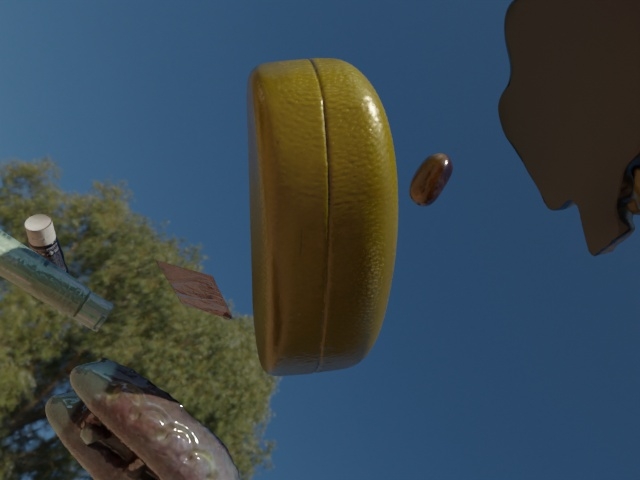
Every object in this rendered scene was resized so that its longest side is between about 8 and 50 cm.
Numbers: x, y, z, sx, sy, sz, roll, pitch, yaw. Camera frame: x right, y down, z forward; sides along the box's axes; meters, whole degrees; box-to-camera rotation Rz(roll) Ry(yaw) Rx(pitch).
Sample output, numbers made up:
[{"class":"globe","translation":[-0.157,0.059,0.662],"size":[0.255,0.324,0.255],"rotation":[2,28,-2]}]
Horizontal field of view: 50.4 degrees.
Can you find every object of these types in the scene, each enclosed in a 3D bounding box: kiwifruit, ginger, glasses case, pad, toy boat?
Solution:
[{"class":"kiwifruit","translation":[0.233,-0.129,1.442],"size":[0.075,0.075,0.124],"rotation":[19,-104,44]},{"class":"ginger","translation":[0.433,-0.186,0.921],"size":[0.413,0.211,0.358],"rotation":[-125,-149,-53]},{"class":"glasses case","translation":[0.000,0.000,0.719],"size":[0.173,0.141,0.371],"rotation":[-106,-165,-52]},{"class":"pad","translation":[-0.227,0.095,1.240],"size":[0.113,0.006,0.188],"rotation":[16,-28,14]},{"class":"toy boat","translation":[-0.184,0.228,0.690],"size":[0.227,0.085,0.155],"rotation":[43,-53,-6]}]

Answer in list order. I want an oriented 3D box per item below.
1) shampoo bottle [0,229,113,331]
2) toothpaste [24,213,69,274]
[{"class":"shampoo bottle","translation":[-0.311,0.032,0.726],"size":[0.190,0.041,0.069],"rotation":[37,-11,-18]},{"class":"toothpaste","translation":[-0.483,0.040,1.205],"size":[0.071,0.045,0.193],"rotation":[6,-48,3]}]
